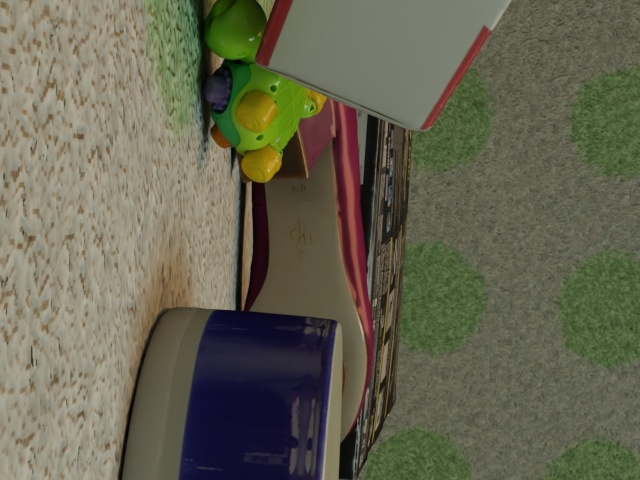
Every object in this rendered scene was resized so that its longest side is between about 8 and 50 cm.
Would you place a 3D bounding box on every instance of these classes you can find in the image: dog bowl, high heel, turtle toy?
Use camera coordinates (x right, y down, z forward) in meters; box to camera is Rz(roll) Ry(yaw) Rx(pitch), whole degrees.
[{"bbox_3d":[-0.046,0.173,0.777,0.265,0.104,0.265,3,90,-87],"label":"dog bowl"},{"bbox_3d":[0.000,0.000,1.182,0.181,0.127,0.377,-63,155,-56],"label":"high heel"},{"bbox_3d":[-0.044,-0.109,0.891,0.095,0.066,0.130,-56,157,-33],"label":"turtle toy"}]

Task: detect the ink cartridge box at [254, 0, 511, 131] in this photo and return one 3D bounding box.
[{"bbox_3d":[0.079,-0.259,0.820,0.226,0.131,0.306,118,-10,-58],"label":"ink cartridge box"}]

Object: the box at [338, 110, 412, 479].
[{"bbox_3d":[0.036,0.021,1.421,0.318,0.097,0.395,-36,130,-75],"label":"box"}]
